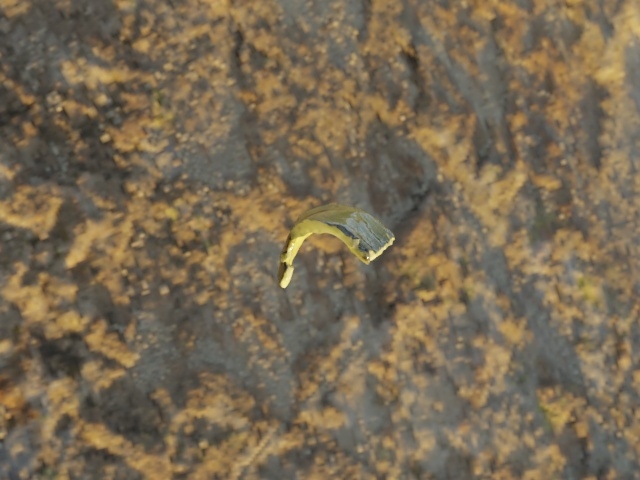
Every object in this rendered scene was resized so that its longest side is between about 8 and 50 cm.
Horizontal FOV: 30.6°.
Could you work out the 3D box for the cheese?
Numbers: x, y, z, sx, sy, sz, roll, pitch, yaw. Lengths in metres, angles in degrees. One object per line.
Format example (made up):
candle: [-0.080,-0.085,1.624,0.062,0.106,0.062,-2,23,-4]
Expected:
cheese: [-0.001,-0.001,0.748,0.041,0.084,0.060,68,26,-12]
